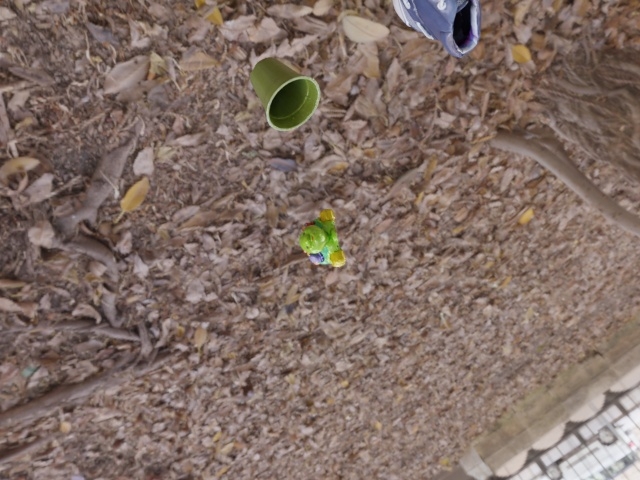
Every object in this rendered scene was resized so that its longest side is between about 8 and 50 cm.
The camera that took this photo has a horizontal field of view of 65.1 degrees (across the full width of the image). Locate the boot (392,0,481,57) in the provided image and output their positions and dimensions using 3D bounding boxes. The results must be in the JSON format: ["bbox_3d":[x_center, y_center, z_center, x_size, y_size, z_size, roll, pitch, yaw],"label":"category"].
[{"bbox_3d":[0.094,-0.239,0.425,0.069,0.086,0.190,-43,153,9],"label":"boot"}]

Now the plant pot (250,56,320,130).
[{"bbox_3d":[-0.056,-0.207,0.683,0.083,0.079,0.083,-28,151,-17],"label":"plant pot"}]

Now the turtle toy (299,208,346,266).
[{"bbox_3d":[0.000,0.000,0.828,0.066,0.095,0.130,-15,173,1],"label":"turtle toy"}]
